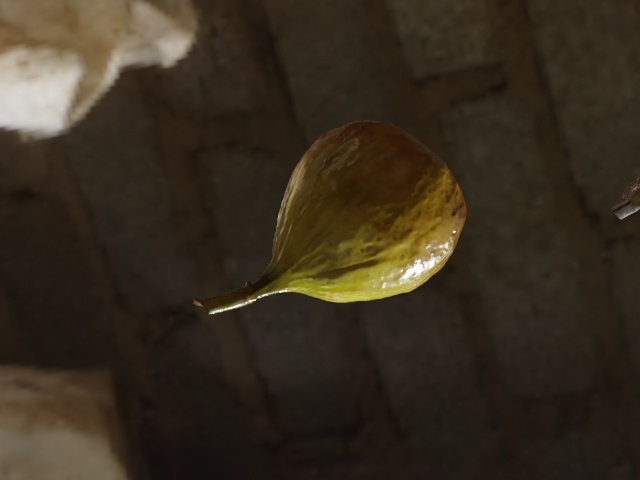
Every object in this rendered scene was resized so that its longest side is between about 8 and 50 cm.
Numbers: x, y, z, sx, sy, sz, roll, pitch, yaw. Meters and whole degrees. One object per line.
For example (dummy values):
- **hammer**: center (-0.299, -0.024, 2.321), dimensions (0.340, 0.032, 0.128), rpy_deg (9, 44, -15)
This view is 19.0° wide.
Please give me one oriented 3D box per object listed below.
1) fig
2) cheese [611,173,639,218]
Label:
- **fig**: center (0.000, 0.000, 1.653), dimensions (0.257, 0.159, 0.159), rpy_deg (-29, 113, -25)
- **cheese**: center (0.224, -0.080, 1.071), dimensions (0.037, 0.097, 0.192), rpy_deg (44, 66, -4)
